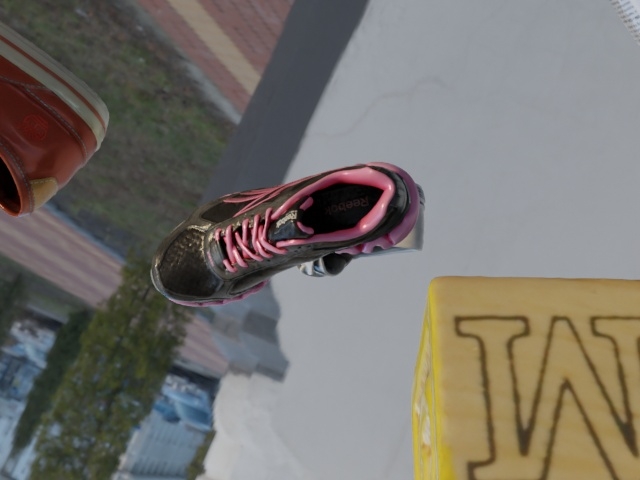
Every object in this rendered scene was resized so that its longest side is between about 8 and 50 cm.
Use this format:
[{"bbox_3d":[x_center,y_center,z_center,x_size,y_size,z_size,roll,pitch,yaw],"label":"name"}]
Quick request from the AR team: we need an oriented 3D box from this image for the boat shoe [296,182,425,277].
[{"bbox_3d":[0.000,0.000,1.054,0.258,0.084,0.095,-15,161,39],"label":"boat shoe"}]

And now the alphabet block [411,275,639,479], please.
[{"bbox_3d":[0.165,0.149,0.624,0.197,0.193,0.192,1,145,1],"label":"alphabet block"}]

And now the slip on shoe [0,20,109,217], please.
[{"bbox_3d":[-0.294,-0.124,0.589,0.331,0.101,0.123,33,155,-24],"label":"slip on shoe"}]

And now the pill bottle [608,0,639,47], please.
[{"bbox_3d":[0.427,-0.302,1.106,0.283,0.160,0.160,54,161,-7],"label":"pill bottle"}]

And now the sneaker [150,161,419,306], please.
[{"bbox_3d":[-0.018,-0.005,0.387,0.119,0.047,0.057,-21,178,5],"label":"sneaker"}]
